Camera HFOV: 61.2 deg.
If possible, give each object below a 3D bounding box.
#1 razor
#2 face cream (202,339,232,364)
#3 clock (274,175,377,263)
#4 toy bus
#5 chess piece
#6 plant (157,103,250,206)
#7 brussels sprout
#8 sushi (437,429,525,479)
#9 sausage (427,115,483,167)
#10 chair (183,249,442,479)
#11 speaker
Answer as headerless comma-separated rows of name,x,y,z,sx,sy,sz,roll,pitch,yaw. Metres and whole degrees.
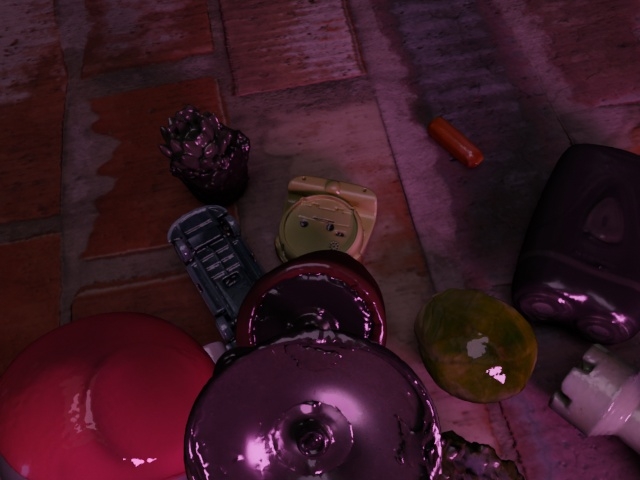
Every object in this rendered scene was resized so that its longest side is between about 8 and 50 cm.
razor,0.456,-0.003,0.904,0.205,0.113,0.348,23,63,14
face cream,-0.128,0.269,0.824,0.092,0.058,0.243,-22,68,-15
clock,0.000,0.000,0.951,0.170,0.069,0.231,12,63,9
toy bus,-0.147,0.070,0.891,0.121,0.119,0.265,-31,66,-14
chess piece,0.473,0.274,0.726,0.195,0.194,0.299,-41,58,-18
plant,-0.200,-0.150,0.974,0.132,0.194,0.129,27,71,17
brussels sprout,0.227,0.158,0.815,0.181,0.144,0.161,16,82,36
sushi,0.129,0.406,0.608,0.294,0.178,0.351,36,56,-18
sausage,0.264,-0.190,1.057,0.039,0.041,0.131,-31,64,-19
chair,-0.007,0.150,0.654,0.227,0.401,0.226,0,100,0
speaker,-0.274,0.243,0.712,0.295,0.294,0.294,-1,62,2
